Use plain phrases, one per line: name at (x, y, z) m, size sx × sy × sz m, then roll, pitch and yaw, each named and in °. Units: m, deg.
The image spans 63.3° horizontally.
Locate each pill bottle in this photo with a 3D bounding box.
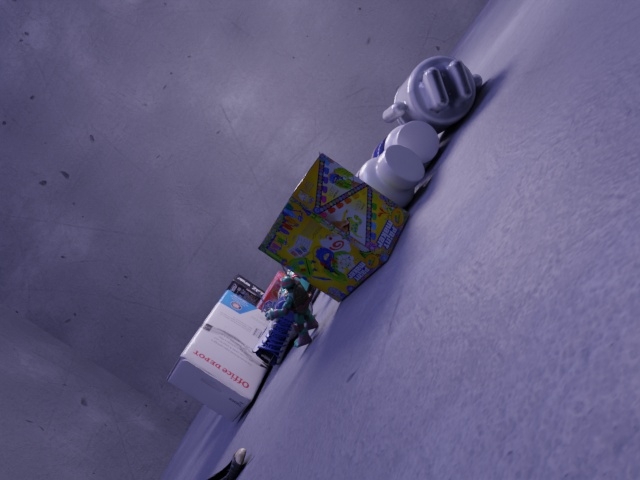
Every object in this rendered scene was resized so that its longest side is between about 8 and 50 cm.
pill bottle at (0.161, -0.128, 1.476) m, size 0.301 × 0.169 × 0.169 m, roll -50°, pitch 6°, yaw 49°
pill bottle at (0.256, -0.265, 1.582) m, size 0.153 × 0.153 × 0.265 m, roll -56°, pitch 4°, yaw -9°

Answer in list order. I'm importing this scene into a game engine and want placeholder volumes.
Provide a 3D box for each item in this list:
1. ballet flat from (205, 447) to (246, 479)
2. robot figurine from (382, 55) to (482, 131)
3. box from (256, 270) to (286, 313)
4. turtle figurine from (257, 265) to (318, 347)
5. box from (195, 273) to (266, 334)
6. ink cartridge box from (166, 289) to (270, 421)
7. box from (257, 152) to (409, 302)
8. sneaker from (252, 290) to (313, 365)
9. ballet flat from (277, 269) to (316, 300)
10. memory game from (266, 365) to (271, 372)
ballet flat at (-0.235, 0.572, 1.285) m, size 0.173 × 0.049 × 0.057 m, roll -54°, pitch 5°, yaw 22°
robot figurine at (0.338, -0.428, 1.577) m, size 0.300 × 0.199 × 0.353 m, roll -16°, pitch 1°, yaw -4°
box at (-0.193, 0.278, 2.222) m, size 0.257 × 0.128 × 0.122 m, roll -57°, pitch 7°, yaw 12°
turtle figurine at (-0.082, 0.178, 1.488) m, size 0.118 × 0.234 × 0.175 m, roll -5°, pitch 27°, yaw 40°
box at (-0.372, 0.403, 2.454) m, size 0.395 × 0.318 × 0.097 m, roll -55°, pitch 2°, yaw 16°
ink cartridge box at (-0.333, 0.413, 1.915) m, size 0.166 × 0.285 × 0.395 m, roll -54°, pitch 4°, yaw 33°
box at (0.027, -0.021, 1.383) m, size 0.177 × 0.279 × 0.290 m, roll -58°, pitch 5°, yaw -36°
sneaker at (-0.135, 0.324, 1.774) m, size 0.182 × 0.127 × 0.315 m, roll -64°, pitch 1°, yaw -42°
ballet flat at (-0.047, 0.103, 2.099) m, size 0.182 × 0.164 × 0.482 m, roll 88°, pitch -159°, yaw -55°
memory game at (-0.190, 0.460, 1.997) m, size 0.186 × 0.012 × 0.186 m, roll -54°, pitch 4°, yaw 5°
